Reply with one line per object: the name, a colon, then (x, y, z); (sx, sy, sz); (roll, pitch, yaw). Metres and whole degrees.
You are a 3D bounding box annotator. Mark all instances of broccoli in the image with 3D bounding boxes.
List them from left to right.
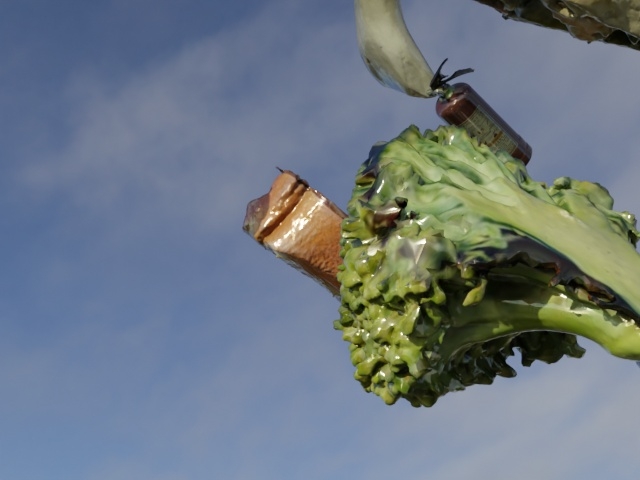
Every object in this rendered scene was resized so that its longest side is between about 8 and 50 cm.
broccoli: (0.126, 0.053, 0.680); (0.242, 0.273, 0.180); (-19, -41, -47)

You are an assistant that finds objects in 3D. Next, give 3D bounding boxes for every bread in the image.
bread: (-0.005, -0.003, 1.474); (0.244, 0.123, 0.190); (37, -4, -21)

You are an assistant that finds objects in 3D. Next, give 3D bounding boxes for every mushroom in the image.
mushroom: (0.119, -0.418, 1.753); (0.159, 0.122, 0.328); (6, -50, 45)

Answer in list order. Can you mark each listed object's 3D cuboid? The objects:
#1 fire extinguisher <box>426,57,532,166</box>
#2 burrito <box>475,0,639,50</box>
fire extinguisher: (0.253, -0.200, 1.518); (0.099, 0.071, 0.231); (-26, -56, 40)
burrito: (0.248, -0.341, 0.819); (0.190, 0.331, 0.135); (15, 4, 23)
